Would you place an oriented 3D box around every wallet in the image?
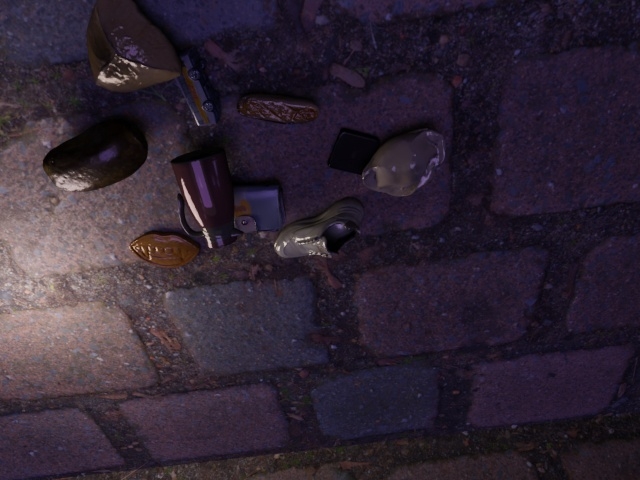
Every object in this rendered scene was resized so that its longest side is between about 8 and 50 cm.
[{"bbox_3d":[-0.222,-0.099,1.527,0.231,0.069,0.170,0,126,4],"label":"wallet"}]

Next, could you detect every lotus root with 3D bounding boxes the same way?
[{"bbox_3d":[-0.579,-0.216,1.342,0.275,0.160,0.152,-21,118,13],"label":"lotus root"}]

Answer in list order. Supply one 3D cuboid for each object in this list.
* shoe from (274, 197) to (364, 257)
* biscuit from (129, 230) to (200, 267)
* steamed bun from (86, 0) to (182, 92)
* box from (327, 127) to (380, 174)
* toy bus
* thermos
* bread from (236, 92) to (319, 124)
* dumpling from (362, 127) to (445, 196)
[{"bbox_3d":[0.000,0.000,1.567,0.316,0.159,0.124,-31,127,17],"label":"shoe"},{"bbox_3d":[-0.497,0.031,1.640,0.220,0.029,0.142,5,130,-8],"label":"biscuit"},{"bbox_3d":[-0.459,-0.444,1.169,0.231,0.110,0.212,-10,118,19],"label":"steamed bun"},{"bbox_3d":[0.094,-0.249,1.449,0.125,0.027,0.126,11,127,-16],"label":"box"},{"bbox_3d":[-0.308,-0.382,1.285,0.075,0.064,0.190,-7,131,18],"label":"toy bus"},{"bbox_3d":[-0.315,-0.109,1.413,0.176,0.146,0.265,-3,113,16],"label":"thermos"},{"bbox_3d":[-0.110,-0.344,1.335,0.214,0.053,0.073,5,126,-4],"label":"bread"},{"bbox_3d":[0.237,-0.211,1.419,0.250,0.132,0.162,-32,122,21],"label":"dumpling"}]
